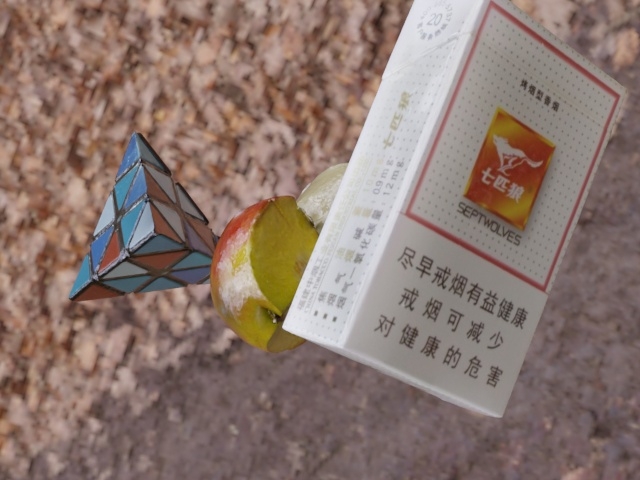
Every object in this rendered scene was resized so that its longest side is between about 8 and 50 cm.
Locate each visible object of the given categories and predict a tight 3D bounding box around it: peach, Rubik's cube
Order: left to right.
[{"bbox_3d":[-0.223,0.038,2.010,0.250,0.234,0.284,-56,30,17],"label":"Rubik's cube"},{"bbox_3d":[-0.054,0.032,1.299,0.118,0.151,0.151,20,90,29],"label":"peach"}]

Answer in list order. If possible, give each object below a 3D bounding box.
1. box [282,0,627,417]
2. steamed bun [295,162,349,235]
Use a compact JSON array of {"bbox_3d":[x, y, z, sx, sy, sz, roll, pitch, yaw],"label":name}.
[{"bbox_3d":[0.126,-0.033,1.169,0.095,0.210,0.330,16,81,52],"label":"box"},{"bbox_3d":[-0.017,0.024,1.580,0.110,0.212,0.231,27,139,28],"label":"steamed bun"}]
